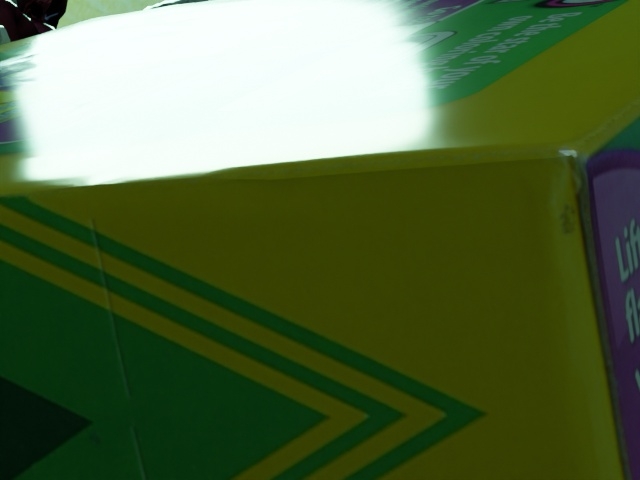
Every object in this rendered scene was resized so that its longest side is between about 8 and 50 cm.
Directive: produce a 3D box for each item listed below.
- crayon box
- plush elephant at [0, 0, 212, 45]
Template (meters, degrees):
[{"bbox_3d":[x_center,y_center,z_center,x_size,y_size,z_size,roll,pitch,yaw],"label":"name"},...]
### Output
[{"bbox_3d":[-0.014,-0.008,0.532,0.313,0.106,0.363,-3,14,26],"label":"crayon box"},{"bbox_3d":[-0.161,-0.083,0.926,0.255,0.330,0.272,16,48,-32],"label":"plush elephant"}]
